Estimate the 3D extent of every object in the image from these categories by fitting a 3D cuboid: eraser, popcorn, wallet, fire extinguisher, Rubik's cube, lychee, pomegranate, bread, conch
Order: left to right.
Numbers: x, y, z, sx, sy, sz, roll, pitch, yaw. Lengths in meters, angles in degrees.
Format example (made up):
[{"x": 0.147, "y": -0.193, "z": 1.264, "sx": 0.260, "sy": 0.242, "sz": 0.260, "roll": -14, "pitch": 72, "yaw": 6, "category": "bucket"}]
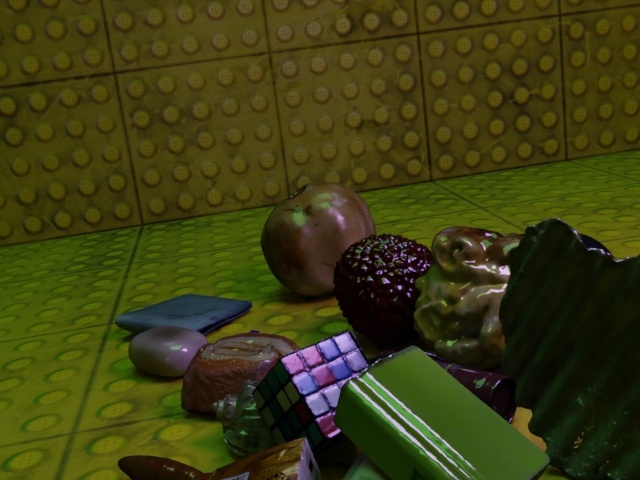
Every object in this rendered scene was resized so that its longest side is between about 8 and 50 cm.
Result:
[{"x": -0.358, "y": 0.204, "z": 2.087, "sx": 0.251, "sy": 0.054, "sz": 0.290, "roll": 7, "pitch": 15, "yaw": 33, "category": "wallet"}, {"x": -0.143, "y": 0.269, "z": 1.580, "sx": 0.244, "sy": 0.123, "sz": 0.190, "roll": -1, "pitch": 14, "yaw": 19, "category": "bread"}, {"x": -0.101, "y": 0.331, "z": 1.415, "sx": 0.207, "sy": 0.130, "sz": 0.155, "roll": 15, "pitch": 51, "yaw": 2, "category": "conch"}, {"x": 0.000, "y": 0.000, "z": 2.201, "sx": 0.332, "sy": 0.333, "sz": 0.332, "roll": -7, "pitch": 14, "yaw": 2, "category": "pomegranate"}, {"x": 0.001, "y": 0.268, "z": 1.326, "sx": 0.155, "sy": 0.154, "sz": 0.151, "roll": -17, "pitch": -22, "yaw": -35, "category": "Rubik's cube"}, {"x": 0.168, "y": 0.118, "z": 1.789, "sx": 0.264, "sy": 0.300, "sz": 0.264, "roll": -40, "pitch": 23, "yaw": 20, "category": "lychee"}, {"x": 0.205, "y": 0.268, "z": 1.470, "sx": 0.341, "sy": 0.105, "sz": 0.141, "roll": 6, "pitch": -20, "yaw": 45, "category": "fire extinguisher"}, {"x": 0.170, "y": 0.288, "z": 1.137, "sx": 0.274, "sy": 0.092, "sz": 0.210, "roll": 39, "pitch": 31, "yaw": 27, "category": "eraser"}, {"x": 0.340, "y": 0.125, "z": 1.581, "sx": 0.311, "sy": 0.313, "sz": 0.312, "roll": -7, "pitch": 14, "yaw": 2, "category": "popcorn"}]

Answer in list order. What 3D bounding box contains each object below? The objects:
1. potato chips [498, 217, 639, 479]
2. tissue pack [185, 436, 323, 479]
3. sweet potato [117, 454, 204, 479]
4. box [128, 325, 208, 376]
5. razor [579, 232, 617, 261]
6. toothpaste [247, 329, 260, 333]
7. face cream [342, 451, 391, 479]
[{"x": 0.432, "y": 0.169, "z": 1.161, "sx": 0.373, "sy": 0.390, "sz": 0.097, "roll": 11, "pitch": 15, "yaw": 34, "category": "potato chips"}, {"x": -0.114, "y": 0.381, "z": 1.092, "sx": 0.226, "sy": 0.092, "sz": 0.183, "roll": -20, "pitch": 9, "yaw": 8, "category": "tissue pack"}, {"x": -0.236, "y": 0.390, "z": 1.283, "sx": 0.264, "sy": 0.058, "sz": 0.057, "roll": 3, "pitch": 17, "yaw": 31, "category": "sweet potato"}, {"x": -0.350, "y": 0.254, "z": 1.805, "sx": 0.200, "sy": 0.088, "sz": 0.146, "roll": 3, "pitch": 16, "yaw": 40, "category": "box"}, {"x": 0.661, "y": 0.049, "z": 2.065, "sx": 0.189, "sy": 0.107, "sz": 0.327, "roll": -5, "pitch": 14, "yaw": 5, "category": "razor"}, {"x": -0.177, "y": 0.236, "z": 1.943, "sx": 0.024, "sy": 0.015, "sz": 0.083, "roll": 6, "pitch": 13, "yaw": 18, "category": "toothpaste"}, {"x": 0.112, "y": 0.341, "z": 1.202, "sx": 0.101, "sy": 0.102, "sz": 0.345, "roll": -1, "pitch": 17, "yaw": 24, "category": "face cream"}]
